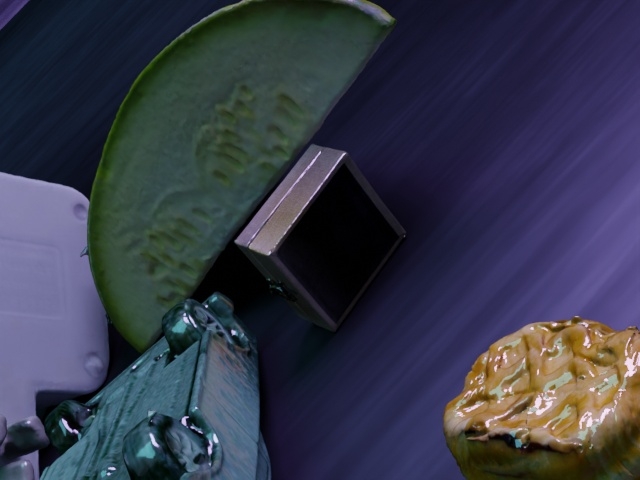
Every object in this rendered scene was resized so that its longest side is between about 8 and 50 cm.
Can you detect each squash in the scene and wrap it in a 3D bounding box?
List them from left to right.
[{"bbox_3d":[-0.082,-0.048,0.723,0.203,0.111,0.288,-54,4,-16],"label":"squash"}]

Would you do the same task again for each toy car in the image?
[{"bbox_3d":[-0.091,0.131,0.579,0.141,0.097,0.321,-41,11,8],"label":"toy car"}]

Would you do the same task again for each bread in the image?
[{"bbox_3d":[0.100,0.069,0.465,0.083,0.044,0.110,-54,24,-22],"label":"bread"}]

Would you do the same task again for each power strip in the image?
[{"bbox_3d":[-0.249,0.072,0.792,0.141,0.229,0.261,-22,67,38],"label":"power strip"}]

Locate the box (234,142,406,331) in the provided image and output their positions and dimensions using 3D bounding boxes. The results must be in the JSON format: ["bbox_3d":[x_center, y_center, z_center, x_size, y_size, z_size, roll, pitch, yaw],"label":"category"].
[{"bbox_3d":[0.000,0.000,0.671,0.035,0.079,0.083,18,66,46],"label":"box"}]
